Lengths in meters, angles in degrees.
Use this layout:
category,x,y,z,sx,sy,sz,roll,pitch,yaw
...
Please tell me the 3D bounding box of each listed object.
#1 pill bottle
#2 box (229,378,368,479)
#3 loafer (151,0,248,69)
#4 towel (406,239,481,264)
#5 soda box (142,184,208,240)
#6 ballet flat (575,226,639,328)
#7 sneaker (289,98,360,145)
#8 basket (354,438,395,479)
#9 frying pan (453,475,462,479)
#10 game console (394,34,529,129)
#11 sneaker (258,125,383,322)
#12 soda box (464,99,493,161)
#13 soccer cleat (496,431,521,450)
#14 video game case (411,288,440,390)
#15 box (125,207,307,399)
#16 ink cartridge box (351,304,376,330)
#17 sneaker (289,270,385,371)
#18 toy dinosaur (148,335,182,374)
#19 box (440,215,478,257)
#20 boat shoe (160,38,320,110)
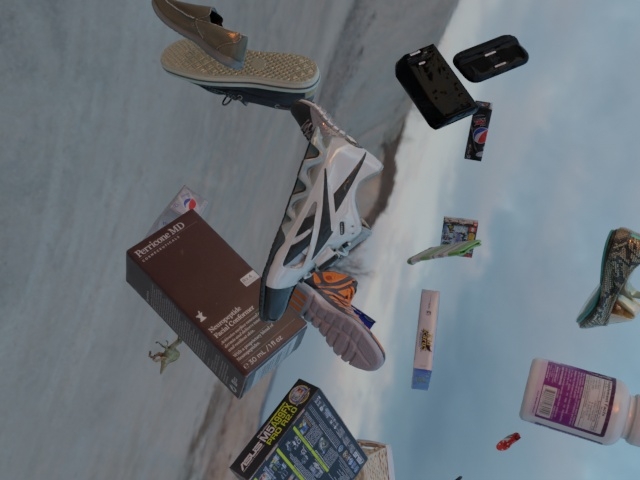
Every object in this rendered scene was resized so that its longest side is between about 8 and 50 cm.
category,x,y,z,sx,sy,sz,roll,pitch,yaw
pill bottle,0.664,0.410,1.743,0.169,0.301,0.170,14,90,-72
box,-0.033,0.434,1.362,0.216,0.060,0.270,-49,132,-23
loafer,-0.251,-0.467,1.503,0.087,0.251,0.094,-56,173,17
towel,0.296,0.031,1.669,0.113,0.152,0.023,-23,98,-45
soda box,-0.445,-0.051,2.114,0.286,0.091,0.098,-37,-157,51
ballet flat,0.954,0.158,2.227,0.164,0.181,0.483,-51,153,-33
sneaker,-0.015,-0.252,1.747,0.132,0.228,0.086,-45,170,-28
basket,0.106,0.578,1.678,0.103,0.113,0.167,-8,91,-47
frying pan,0.299,0.758,1.984,0.326,0.053,0.197,-42,158,-20
game console,0.382,-0.429,1.786,0.213,0.361,0.044,60,-18,17
sneaker,0.000,0.000,1.112,0.122,0.146,0.331,-79,-170,-73
soda box,0.465,-0.322,2.057,0.060,0.053,0.169,-67,164,-54
soccer cleat,0.508,0.548,1.898,0.029,0.083,0.036,59,-24,11
video game case,0.322,0.310,2.140,0.270,0.061,0.245,77,20,-65
box,-0.229,0.132,1.519,0.191,0.381,0.143,-39,163,-32
ink cartridge box,0.082,0.279,2.440,0.069,0.175,0.371,-55,176,-16
sneaker,0.070,0.182,1.790,0.180,0.321,0.125,-29,157,-50
toy dinosaur,-0.498,0.374,2.232,0.183,0.092,0.053,-60,-143,19
box,0.380,-0.008,1.926,0.137,0.093,0.027,85,15,-50
boat shoe,-0.245,-0.495,2.119,0.156,0.499,0.187,90,13,-58
